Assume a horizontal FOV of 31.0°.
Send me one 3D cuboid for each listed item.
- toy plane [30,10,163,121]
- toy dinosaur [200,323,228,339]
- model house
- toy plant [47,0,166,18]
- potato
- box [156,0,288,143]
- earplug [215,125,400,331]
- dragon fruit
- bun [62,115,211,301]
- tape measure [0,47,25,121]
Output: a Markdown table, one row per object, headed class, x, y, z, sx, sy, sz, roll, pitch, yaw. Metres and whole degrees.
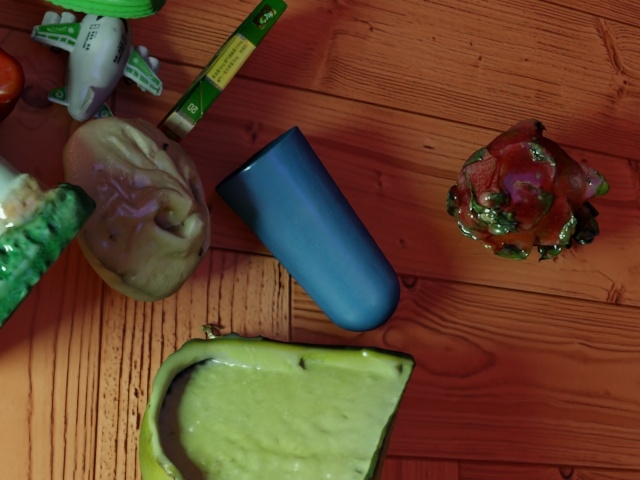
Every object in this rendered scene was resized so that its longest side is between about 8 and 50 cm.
| class | x | y | z | sx | sy | sz | roll | pitch | yaw |
| --- | --- | --- | --- | --- | --- | --- | --- | --- | --- |
| toy plane | -0.275 | -0.221 | 1.427 | 0.174 | 0.080 | 0.174 | 13 | 62 | -25 |
| toy dinosaur | -0.101 | 0.138 | 1.432 | 0.113 | 0.026 | 0.041 | 29 | 44 | -7 |
| model house | -0.429 | -0.041 | 1.166 | 0.325 | 0.267 | 0.194 | 38 | 63 | -12 |
| toy plant | -0.295 | -0.325 | 1.409 | 0.154 | 0.240 | 0.088 | -5 | 109 | -50 |
| potato | -0.071 | 0.267 | 1.327 | 0.280 | 0.213 | 0.330 | 18 | 41 | 4 |
| box | -0.135 | -0.207 | 1.468 | 0.034 | 0.132 | 0.235 | 40 | 60 | -12 |
| earplug | 0.000 | 0.000 | 1.481 | 0.132 | 0.132 | 0.273 | -43 | 100 | -32 |
| dragon fruit | 0.305 | -0.044 | 1.636 | 0.269 | 0.198 | 0.200 | 43 | 47 | -26 |
| bun | -0.200 | -0.044 | 1.331 | 0.133 | 0.231 | 0.231 | -18 | 80 | 13 |
| tape measure | -0.483 | -0.189 | 1.286 | 0.253 | 0.114 | 0.260 | 49 | 62 | -6 |
